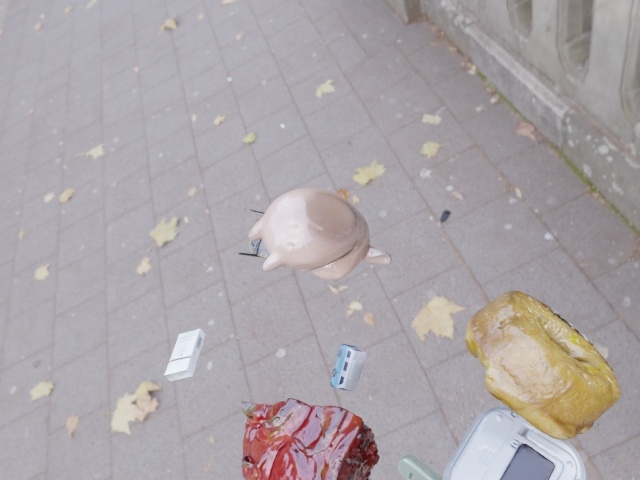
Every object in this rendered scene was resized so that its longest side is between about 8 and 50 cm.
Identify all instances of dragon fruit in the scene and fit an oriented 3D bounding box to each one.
[{"bbox_3d":[-0.084,0.455,1.074,0.329,0.228,0.286,20,62,28],"label":"dragon fruit"}]

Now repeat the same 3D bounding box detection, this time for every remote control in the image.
[{"bbox_3d":[0.332,0.658,1.340,0.309,0.090,0.038,32,46,28],"label":"remote control"}]

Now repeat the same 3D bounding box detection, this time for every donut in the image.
[{"bbox_3d":[0.452,0.248,1.090,0.150,0.317,0.299,-53,48,27],"label":"donut"}]

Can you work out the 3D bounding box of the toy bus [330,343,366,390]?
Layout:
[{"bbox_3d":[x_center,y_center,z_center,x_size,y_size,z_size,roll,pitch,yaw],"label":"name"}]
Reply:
[{"bbox_3d":[0.079,0.356,1.461,0.075,0.060,0.123,11,84,59],"label":"toy bus"}]

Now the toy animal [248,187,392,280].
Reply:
[{"bbox_3d":[0.001,-0.012,0.940,0.154,0.250,0.166,-34,69,24],"label":"toy animal"}]

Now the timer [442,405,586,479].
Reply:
[{"bbox_3d":[0.392,0.484,1.078,0.237,0.087,0.262,30,69,26],"label":"timer"}]

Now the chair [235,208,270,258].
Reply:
[{"bbox_3d":[-0.176,-0.013,1.754,0.172,0.247,0.159,17,92,6],"label":"chair"}]

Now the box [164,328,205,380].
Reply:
[{"bbox_3d":[-0.407,0.343,1.596,0.084,0.040,0.154,-15,38,19],"label":"box"}]
